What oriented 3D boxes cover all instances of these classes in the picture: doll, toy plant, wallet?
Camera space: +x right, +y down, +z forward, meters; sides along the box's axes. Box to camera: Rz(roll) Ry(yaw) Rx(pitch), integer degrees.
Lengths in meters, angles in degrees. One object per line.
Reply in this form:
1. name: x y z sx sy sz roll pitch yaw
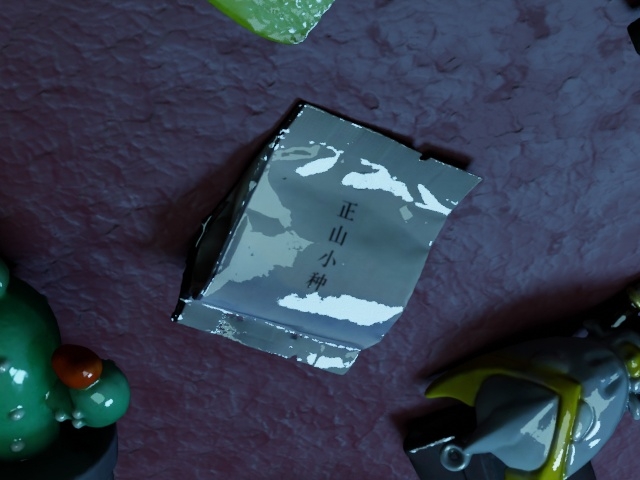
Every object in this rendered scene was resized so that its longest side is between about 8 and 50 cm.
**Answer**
1. doll: 0.258 0.151 1.973 0.316 0.103 0.145 -30 104 9
2. toy plant: -0.279 0.175 1.854 0.185 0.279 0.400 -30 126 -33
3. wallet: 0.200 0.248 2.130 0.182 0.049 0.229 -19 138 5

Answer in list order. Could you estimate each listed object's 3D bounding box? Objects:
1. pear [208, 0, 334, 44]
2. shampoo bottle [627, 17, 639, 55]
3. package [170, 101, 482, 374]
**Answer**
1. pear: -0.045 -0.323 1.385 0.282 0.176 0.286 26 122 -31
2. shampoo bottle: 0.368 -0.221 1.637 0.257 0.078 0.127 -31 136 21
3. package: 0.000 0.000 1.825 0.204 0.062 0.251 20 117 -28
